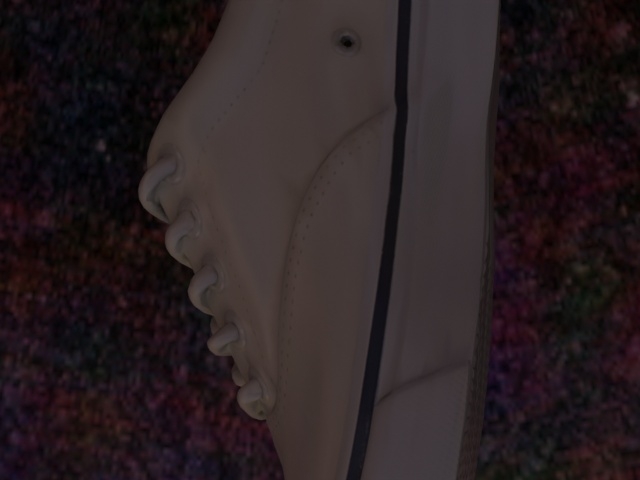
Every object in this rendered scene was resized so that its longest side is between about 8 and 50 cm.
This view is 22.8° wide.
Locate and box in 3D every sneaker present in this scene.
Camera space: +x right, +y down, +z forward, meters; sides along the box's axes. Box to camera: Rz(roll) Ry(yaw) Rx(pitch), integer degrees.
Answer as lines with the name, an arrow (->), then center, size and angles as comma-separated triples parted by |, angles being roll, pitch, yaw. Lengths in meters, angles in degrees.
sneaker -> 0.000, 0.000, 0.423 | 0.091, 0.258, 0.094 | 3, 166, 8
